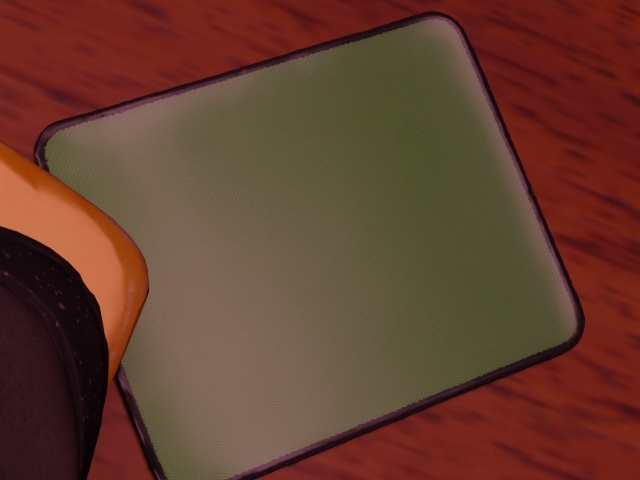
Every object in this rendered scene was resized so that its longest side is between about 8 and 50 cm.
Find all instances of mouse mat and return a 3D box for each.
[{"bbox_3d":[0.000,0.000,0.557,0.189,0.007,0.153,-19,82,-19],"label":"mouse mat"}]

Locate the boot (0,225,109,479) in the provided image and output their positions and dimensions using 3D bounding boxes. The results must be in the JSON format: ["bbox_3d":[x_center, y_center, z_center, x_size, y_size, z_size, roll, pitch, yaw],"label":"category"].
[{"bbox_3d":[-0.115,0.173,0.310,0.118,0.223,0.338,3,105,-6],"label":"boot"}]

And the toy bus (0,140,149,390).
[{"bbox_3d":[-0.221,-0.021,0.440,0.332,0.108,0.130,25,76,-10],"label":"toy bus"}]
